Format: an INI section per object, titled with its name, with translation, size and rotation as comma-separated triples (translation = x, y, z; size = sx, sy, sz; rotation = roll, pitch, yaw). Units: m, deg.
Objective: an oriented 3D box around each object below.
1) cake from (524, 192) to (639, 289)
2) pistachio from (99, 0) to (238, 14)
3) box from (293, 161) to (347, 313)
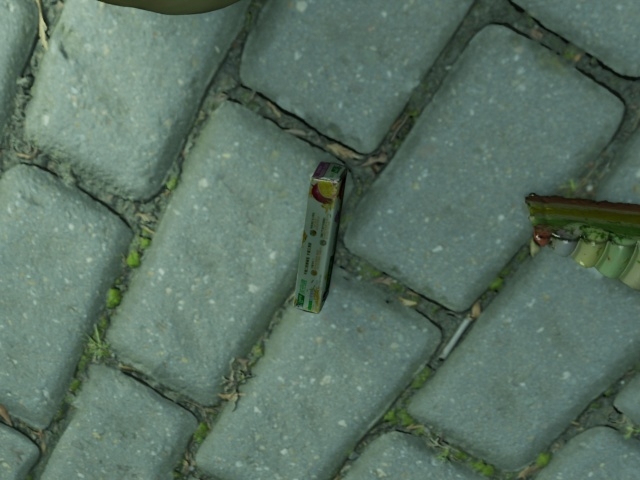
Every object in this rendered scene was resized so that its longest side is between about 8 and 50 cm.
[cake]
translation = 0.349, 0.011, 0.947
size = 0.225, 0.109, 0.090
rotation = 9, 121, 8
[pistachio]
translation = -0.159, -0.380, 0.749
size = 0.445, 0.282, 0.365
rotation = -3, 146, 23
[box]
translation = 0.000, 0.000, 1.059
size = 0.041, 0.050, 0.207
rotation = 13, 121, 7
